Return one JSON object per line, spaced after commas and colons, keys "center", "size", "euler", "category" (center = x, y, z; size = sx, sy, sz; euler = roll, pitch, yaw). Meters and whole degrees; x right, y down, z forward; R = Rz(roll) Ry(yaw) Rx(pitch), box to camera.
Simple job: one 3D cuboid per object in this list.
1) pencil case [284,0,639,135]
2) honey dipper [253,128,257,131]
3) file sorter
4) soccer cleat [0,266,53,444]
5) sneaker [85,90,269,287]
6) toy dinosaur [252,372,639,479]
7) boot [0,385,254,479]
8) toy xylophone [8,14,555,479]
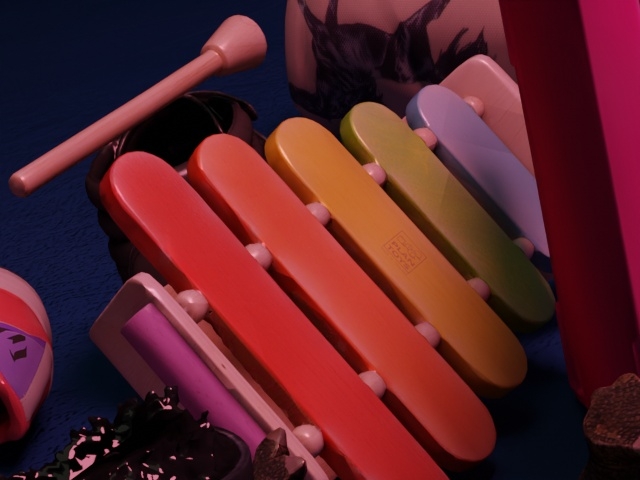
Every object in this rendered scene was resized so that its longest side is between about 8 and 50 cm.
{"center": [0.152, -0.141, 1.138], "size": [0.410, 0.160, 0.183], "euler": [7, 29, 46], "category": "pencil case"}
{"center": [-0.071, -0.038, 1.207], "size": [0.030, 0.030, 0.160], "euler": [-8, 21, 16], "category": "honey dipper"}
{"center": [0.179, -0.041, 0.659], "size": [0.182, 0.202, 0.291], "euler": [-10, 0, 3], "category": "file sorter"}
{"center": [-0.294, 0.092, 0.890], "size": [0.318, 0.108, 0.116], "euler": [-13, 23, -5], "category": "soccer cleat"}
{"center": [-0.042, -0.027, 0.978], "size": [0.104, 0.147, 0.296], "euler": [-10, 18, 16], "category": "sneaker"}
{"center": [0.064, 0.127, 0.508], "size": [0.313, 0.160, 0.121], "euler": [-13, 34, 34], "category": "toy dinosaur"}
{"center": [-0.113, 0.159, 0.404], "size": [0.246, 0.207, 0.094], "euler": [-18, 15, -12], "category": "boot"}
{"center": [0.000, 0.000, 0.801], "size": [0.081, 0.236, 0.322], "euler": [-45, 3, 39], "category": "toy xylophone"}
